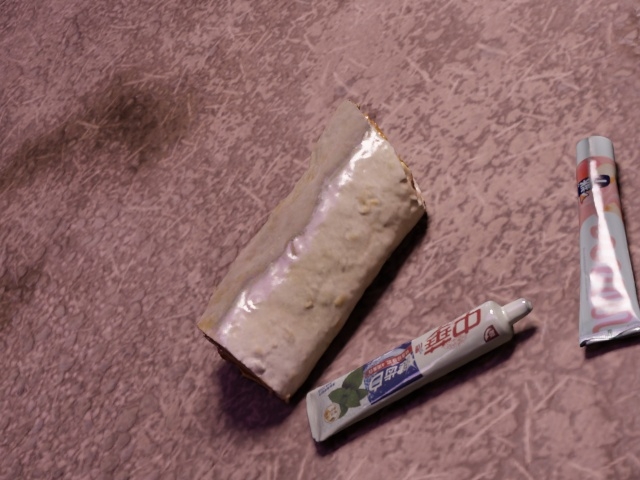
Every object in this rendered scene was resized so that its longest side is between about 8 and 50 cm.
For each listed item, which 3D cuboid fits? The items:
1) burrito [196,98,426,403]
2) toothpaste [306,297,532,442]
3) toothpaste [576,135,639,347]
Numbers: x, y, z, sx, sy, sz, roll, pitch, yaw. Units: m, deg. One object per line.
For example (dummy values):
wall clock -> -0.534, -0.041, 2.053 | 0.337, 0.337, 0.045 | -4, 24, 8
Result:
burrito -> -0.002, 0.000, 1.436 | 0.143, 0.105, 0.299 | 18, 70, 51
toothpaste -> 0.084, 0.109, 1.317 | 0.233, 0.038, 0.060 | -30, 39, 19
toothpaste -> 0.242, -0.001, 1.286 | 0.056, 0.036, 0.205 | -18, 49, 25
